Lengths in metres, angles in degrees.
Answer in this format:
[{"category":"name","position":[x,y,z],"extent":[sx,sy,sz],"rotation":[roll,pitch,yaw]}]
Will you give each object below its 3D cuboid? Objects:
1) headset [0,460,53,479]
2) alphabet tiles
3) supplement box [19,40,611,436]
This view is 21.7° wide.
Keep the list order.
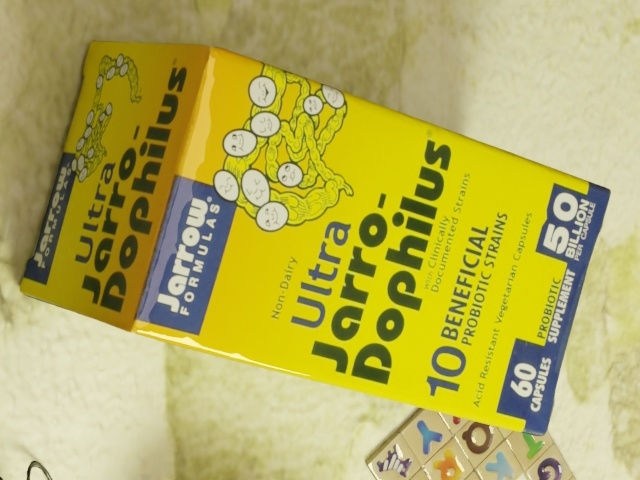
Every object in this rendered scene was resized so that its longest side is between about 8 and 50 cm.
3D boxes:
[{"category":"headset","position":[-0.088,0.299,1.194],"extent":[0.394,0.185,0.243],"rotation":[42,73,-11]},{"category":"alphabet tiles","position":[0.112,0.234,1.417],"extent":[0.237,0.009,0.198],"rotation":[-42,116,-21]},{"category":"supplement box","position":[0.000,0.000,1.207],"extent":[0.356,0.195,0.194],"rotation":[16,87,-32]}]
